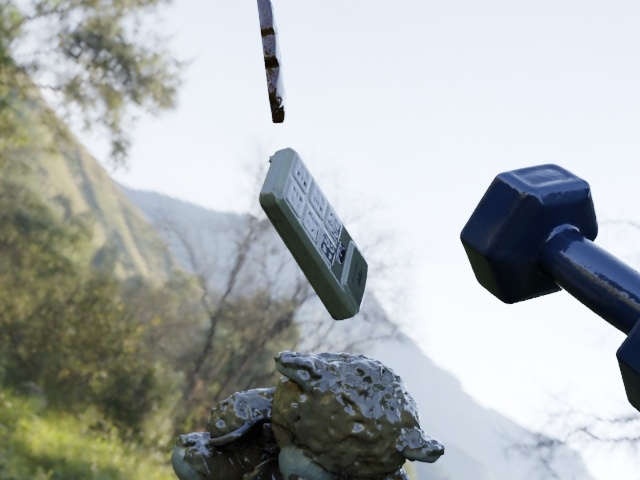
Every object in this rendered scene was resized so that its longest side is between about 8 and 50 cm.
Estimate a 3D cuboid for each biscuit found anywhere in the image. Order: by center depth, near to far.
[{"bbox_3d":[-0.049,-0.184,1.148,0.019,0.130,0.119,-8,10,-1],"label":"biscuit"}]

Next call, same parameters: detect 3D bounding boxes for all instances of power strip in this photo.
[{"bbox_3d":[0.000,0.000,0.989,0.028,0.076,0.169,-16,-53,25],"label":"power strip"}]

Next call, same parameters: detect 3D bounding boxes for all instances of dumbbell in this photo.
[{"bbox_3d":[0.287,0.047,1.118,0.144,0.160,0.325,24,12,-41],"label":"dumbbell"}]

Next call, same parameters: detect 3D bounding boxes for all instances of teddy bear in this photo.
[{"bbox_3d":[0.005,0.209,1.144,0.267,0.156,0.256,29,-32,-5],"label":"teddy bear"}]
